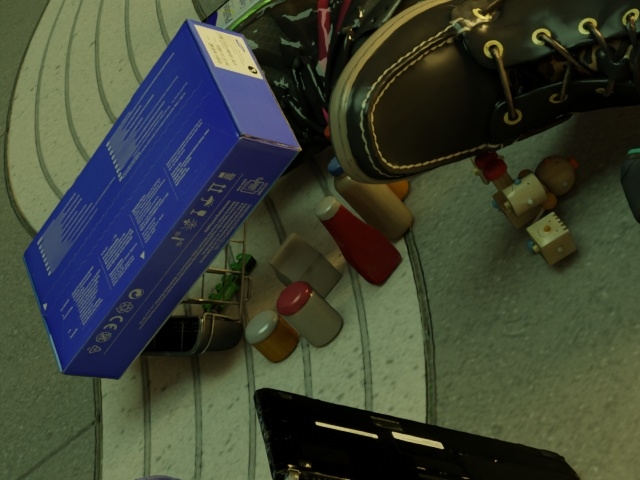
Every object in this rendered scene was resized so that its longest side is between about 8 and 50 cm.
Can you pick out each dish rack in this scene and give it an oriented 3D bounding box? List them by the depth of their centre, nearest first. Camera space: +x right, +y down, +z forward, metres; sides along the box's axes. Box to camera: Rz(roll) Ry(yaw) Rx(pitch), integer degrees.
[{"bbox_3d":[-0.150,-0.014,1.561,0.208,0.074,0.271,-2,82,49],"label":"dish rack"}]

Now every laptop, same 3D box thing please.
[{"bbox_3d":[0.063,0.216,0.949,0.264,0.234,0.136,-120,45,-76],"label":"laptop"}]

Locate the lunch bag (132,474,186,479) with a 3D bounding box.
[{"bbox_3d":[-0.165,0.350,1.036,0.328,0.239,0.385,-42,10,5],"label":"lunch bag"}]

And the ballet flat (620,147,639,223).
[{"bbox_3d":[0.318,-0.043,1.116,0.203,0.074,0.074,-8,44,40],"label":"ballet flat"}]

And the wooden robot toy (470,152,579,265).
[{"bbox_3d":[0.188,-0.052,1.293,0.079,0.076,0.173,-31,29,1],"label":"wooden robot toy"}]

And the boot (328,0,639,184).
[{"bbox_3d":[0.220,-0.143,1.213,0.377,0.138,0.284,-24,19,-32],"label":"boot"}]

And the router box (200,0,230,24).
[{"bbox_3d":[-0.126,-0.266,2.028,0.133,0.046,0.179,-37,28,13],"label":"router box"}]

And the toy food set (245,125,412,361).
[{"bbox_3d":[0.000,0.000,1.425,0.232,0.104,0.111,-51,28,-13],"label":"toy food set"}]

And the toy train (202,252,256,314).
[{"bbox_3d":[-0.096,0.048,1.585,0.024,0.017,0.083,10,58,44],"label":"toy train"}]

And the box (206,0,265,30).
[{"bbox_3d":[-0.049,-0.256,1.824,0.137,0.126,0.072,-37,29,11],"label":"box"}]

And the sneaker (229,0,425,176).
[{"bbox_3d":[0.037,-0.179,1.543,0.483,0.185,0.202,-30,27,27],"label":"sneaker"}]

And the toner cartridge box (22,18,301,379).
[{"bbox_3d":[-0.167,-0.033,1.473,0.348,0.075,0.165,-50,48,31],"label":"toner cartridge box"}]
